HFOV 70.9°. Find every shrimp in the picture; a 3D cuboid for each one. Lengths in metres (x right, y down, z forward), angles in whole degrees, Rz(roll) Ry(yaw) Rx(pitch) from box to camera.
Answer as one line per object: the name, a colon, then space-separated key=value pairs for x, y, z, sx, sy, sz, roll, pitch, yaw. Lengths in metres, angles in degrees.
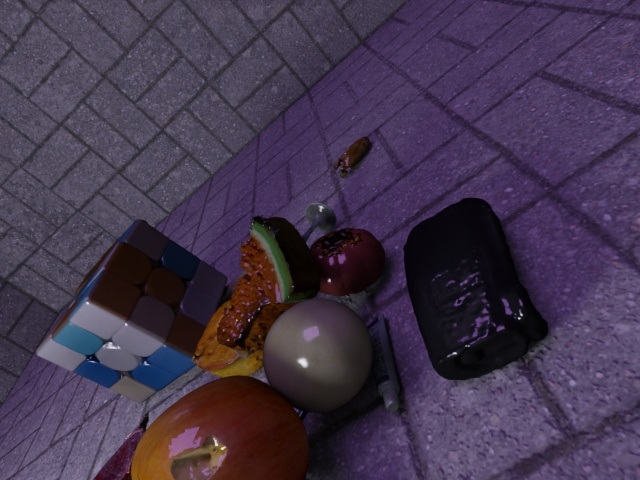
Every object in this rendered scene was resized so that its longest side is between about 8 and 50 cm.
shrimp: x=0.100 y=-0.277 z=1.499 sx=0.132 sy=0.052 sz=0.187 roll=-29 pitch=21 yaw=54

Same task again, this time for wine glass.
wine glass: x=0.000 y=0.000 z=1.119 sx=0.264 sy=0.096 sz=0.309 roll=-19 pitch=25 yaw=39

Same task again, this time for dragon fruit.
dragon fruit: x=-0.383 y=0.514 z=0.957 sx=0.211 sy=0.147 sz=0.282 roll=-40 pitch=13 yaw=18

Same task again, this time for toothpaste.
toothpaste: x=0.108 y=0.211 z=0.797 sx=0.062 sy=0.037 sz=0.216 roll=-40 pitch=23 yaw=15

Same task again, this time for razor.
razor: x=0.235 y=0.062 z=0.748 sx=0.189 sy=0.107 sz=0.326 roll=-34 pitch=29 yaw=24

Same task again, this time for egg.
egg: x=-0.003 y=0.195 z=0.776 sx=0.188 sy=0.189 sz=0.253 roll=-62 pitch=1 yaw=-30

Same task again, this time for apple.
apple: x=-0.150 y=0.340 z=0.691 sx=0.241 sy=0.242 sz=0.242 roll=-24 pitch=15 yaw=-30

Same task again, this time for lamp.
lamp: x=0.056 y=0.053 z=0.997 sx=0.182 sy=0.140 sz=0.182 roll=-18 pitch=28 yaw=10

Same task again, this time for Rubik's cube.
Rubik's cube: x=-0.541 y=0.215 z=1.341 sx=0.347 sy=0.347 sz=0.344 roll=-38 pitch=27 yaw=31

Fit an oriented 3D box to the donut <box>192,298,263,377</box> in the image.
donut: x=-0.203 y=0.233 z=1.123 sx=0.253 sy=0.118 sz=0.253 roll=-35 pitch=27 yaw=21

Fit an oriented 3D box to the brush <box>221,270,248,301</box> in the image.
brush: x=-0.274 y=0.158 z=1.419 sx=0.321 sy=0.050 sz=0.060 roll=-38 pitch=29 yaw=31

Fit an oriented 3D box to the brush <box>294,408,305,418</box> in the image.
brush: x=-0.055 y=0.343 z=0.852 sx=0.062 sy=0.027 sz=0.266 roll=9 pitch=57 yaw=42

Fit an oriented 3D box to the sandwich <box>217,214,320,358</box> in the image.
sandwich: x=-0.103 y=0.123 z=0.953 sx=0.301 sy=0.162 sz=0.250 roll=-58 pitch=38 yaw=14
